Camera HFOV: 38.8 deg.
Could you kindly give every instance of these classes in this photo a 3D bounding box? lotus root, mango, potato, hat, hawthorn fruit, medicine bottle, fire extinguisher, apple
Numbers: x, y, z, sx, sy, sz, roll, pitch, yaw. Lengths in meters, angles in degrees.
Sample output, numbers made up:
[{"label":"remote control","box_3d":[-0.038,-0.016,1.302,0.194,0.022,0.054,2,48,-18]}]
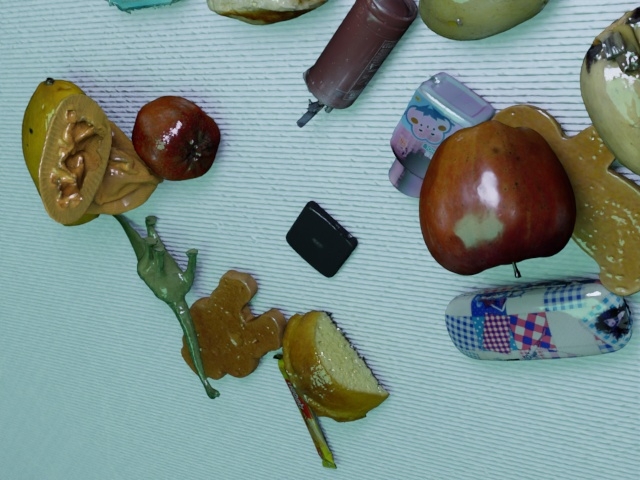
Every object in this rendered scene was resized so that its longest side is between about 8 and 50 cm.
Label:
[{"label":"lotus root","box_3d":[0.466,-0.163,1.206,0.182,0.183,0.310,-23,104,42]},{"label":"mango","box_3d":[-0.550,-0.183,1.941,0.187,0.144,0.359,27,132,19]},{"label":"potato","box_3d":[0.232,-0.359,1.286,0.193,0.157,0.157,7,121,18]},{"label":"hat","box_3d":[-0.408,-0.148,1.828,0.233,0.233,0.244,-41,60,26]},{"label":"hawthorn fruit","box_3d":[-0.290,-0.207,1.745,0.194,0.157,0.157,43,135,32]},{"label":"medicine bottle","box_3d":[0.181,-0.161,1.460,0.119,0.094,0.188,38,132,11]},{"label":"fire extinguisher","box_3d":[0.045,-0.292,1.473,0.105,0.105,0.269,45,133,5]},{"label":"apple","box_3d":[0.261,-0.056,1.329,0.234,0.234,0.234,18,125,27]}]

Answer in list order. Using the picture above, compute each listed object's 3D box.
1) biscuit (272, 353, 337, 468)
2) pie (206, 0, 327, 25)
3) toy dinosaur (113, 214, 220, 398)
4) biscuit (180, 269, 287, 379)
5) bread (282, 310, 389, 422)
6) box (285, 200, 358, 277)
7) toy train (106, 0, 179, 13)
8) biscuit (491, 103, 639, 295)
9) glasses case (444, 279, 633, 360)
[{"label":"biscuit","box_3d":[-0.030,0.375,1.982,0.048,0.026,0.292,1,118,57]},{"label":"pie","box_3d":[-0.077,-0.390,1.452,0.205,0.179,0.084,3,113,42]},{"label":"toy dinosaur","box_3d":[-0.344,0.117,2.000,0.447,0.087,0.301,37,136,35]},{"label":"biscuit","box_3d":[-0.199,0.200,1.984,0.202,0.047,0.334,49,131,3]},{"label":"bread","box_3d":[0.009,0.267,1.815,0.260,0.134,0.129,51,132,-1]},{"label":"box","box_3d":[0.000,0.000,1.737,0.126,0.027,0.125,42,135,6]},{"label":"toy train","box_3d":[-0.303,-0.497,1.601,0.203,0.112,0.163,5,125,35]},{"label":"biscuit","box_3d":[0.399,-0.084,1.383,0.339,0.047,0.216,41,130,14]},{"label":"glasses case","box_3d":[0.358,0.136,1.524,0.327,0.076,0.125,-9,109,38]}]
